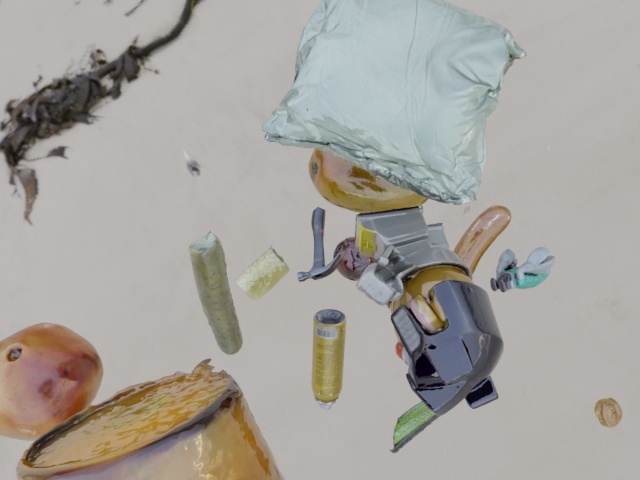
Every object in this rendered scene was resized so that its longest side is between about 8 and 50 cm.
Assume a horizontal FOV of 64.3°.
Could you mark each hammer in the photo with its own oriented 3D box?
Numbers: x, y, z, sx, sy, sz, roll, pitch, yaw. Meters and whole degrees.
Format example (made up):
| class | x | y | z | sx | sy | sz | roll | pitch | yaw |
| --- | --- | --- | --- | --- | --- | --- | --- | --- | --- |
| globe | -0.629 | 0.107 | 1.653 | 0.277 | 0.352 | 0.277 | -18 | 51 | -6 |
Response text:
| class | x | y | z | sx | sy | sz | roll | pitch | yaw |
| --- | --- | --- | --- | --- | --- | --- | --- | --- | --- |
| hammer | 0.000 | 0.000 | 1.600 | 0.137 | 0.037 | 0.289 | -13 | 46 | 16 |

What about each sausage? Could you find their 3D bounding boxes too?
| class | x | y | z | sx | sy | sz | roll | pitch | yaw |
| --- | --- | --- | --- | --- | --- | --- | --- | --- | --- |
| sausage | 0.537 | -0.006 | 1.721 | 0.109 | 0.109 | 0.270 | 39 | 101 | 24 |

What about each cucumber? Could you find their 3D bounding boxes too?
| class | x | y | z | sx | sy | sz | roll | pitch | yaw |
| --- | --- | --- | --- | --- | --- | --- | --- | --- | --- |
| cucumber | 0.255 | 0.486 | 1.364 | 0.220 | 0.046 | 0.070 | -28 | 38 | -22 |

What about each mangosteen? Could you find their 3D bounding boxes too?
| class | x | y | z | sx | sy | sz | roll | pitch | yaw |
| --- | --- | --- | --- | --- | --- | --- | --- | --- | --- |
| mangosteen | 0.136 | 0.073 | 1.837 | 0.166 | 0.180 | 0.166 | -32 | 44 | 36 |

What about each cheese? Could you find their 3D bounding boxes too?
| class | x | y | z | sx | sy | sz | roll | pitch | yaw |
| --- | --- | --- | --- | --- | --- | --- | --- | --- | --- |
| cheese | -0.189 | 0.113 | 1.697 | 0.167 | 0.123 | 0.094 | -42 | 59 | -3 |

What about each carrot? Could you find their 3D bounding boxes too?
| class | x | y | z | sx | sy | sz | roll | pitch | yaw |
| --- | --- | --- | --- | --- | --- | --- | --- | --- | --- |
| carrot | -0.105 | 0.301 | 0.440 | 0.224 | 0.224 | 0.340 | -16 | 93 | 7 |

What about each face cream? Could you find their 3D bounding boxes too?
| class | x | y | z | sx | sy | sz | roll | pitch | yaw |
| --- | --- | --- | --- | --- | --- | --- | --- | --- | --- |
| face cream | 0.024 | 0.394 | 1.641 | 0.105 | 0.105 | 0.348 | 9 | 114 | 17 |

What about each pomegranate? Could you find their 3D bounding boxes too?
| class | x | y | z | sx | sy | sz | roll | pitch | yaw |
| --- | --- | --- | --- | --- | --- | --- | --- | --- | --- |
| pomegranate | -0.500 | 0.250 | 0.917 | 0.209 | 0.209 | 0.208 | -5 | 67 | 12 |

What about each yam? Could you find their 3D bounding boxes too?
| class | x | y | z | sx | sy | sz | roll | pitch | yaw |
| --- | --- | --- | --- | --- | --- | --- | --- | --- | --- |
| yam | -0.233 | 0.134 | 1.155 | 0.083 | 0.371 | 0.083 | -1 | 43 | 1 |

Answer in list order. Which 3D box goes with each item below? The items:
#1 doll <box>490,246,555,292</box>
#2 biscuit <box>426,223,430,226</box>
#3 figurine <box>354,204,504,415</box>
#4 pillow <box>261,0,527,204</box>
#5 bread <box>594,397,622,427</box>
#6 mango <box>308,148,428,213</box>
| class | x | y | z | sx | sy | sz | roll | pitch | yaw |
| --- | --- | --- | --- | --- | --- | --- | --- | --- | --- |
| doll | 0.711 | 0.100 | 1.773 | 0.195 | 0.258 | 0.153 | -1 | 103 | 30 |
| biscuit | 0.187 | 0.015 | 0.938 | 0.087 | 0.027 | 0.089 | -15 | 92 | 1 |
| figurine | 0.153 | 0.087 | 0.706 | 0.308 | 0.309 | 0.143 | 51 | 126 | 26 |
| pillow | 0.105 | -0.208 | 0.701 | 0.310 | 0.138 | 0.283 | 23 | 79 | 4 |
| bread | 0.805 | 0.480 | 1.422 | 0.083 | 0.046 | 0.080 | 15 | 67 | -29 |
| mango | 0.127 | -0.156 | 1.234 | 0.318 | 0.172 | 0.211 | 13 | 38 | -1 |
